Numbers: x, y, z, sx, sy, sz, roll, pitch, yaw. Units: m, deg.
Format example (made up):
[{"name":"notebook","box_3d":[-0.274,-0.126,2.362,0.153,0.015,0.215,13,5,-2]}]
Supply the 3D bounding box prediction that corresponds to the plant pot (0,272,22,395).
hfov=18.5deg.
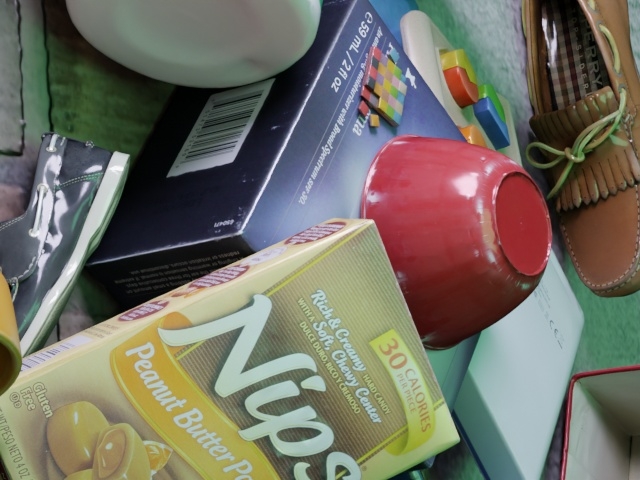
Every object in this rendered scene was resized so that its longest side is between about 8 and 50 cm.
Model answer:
[{"name":"plant pot","box_3d":[-0.308,0.009,1.279,0.205,0.205,0.188,18,52,-48]}]

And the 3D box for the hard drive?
[{"name":"hard drive","box_3d":[0.181,0.085,1.933,0.210,0.040,0.318,62,27,-20]}]

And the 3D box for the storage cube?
[{"name":"storage cube","box_3d":[0.376,0.251,2.059,0.193,0.215,0.183,43,47,-44]}]

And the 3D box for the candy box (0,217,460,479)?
[{"name":"candy box","box_3d":[-0.078,0.127,1.421,0.316,0.087,0.182,-24,100,-16]}]

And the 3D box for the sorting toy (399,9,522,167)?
[{"name":"sorting toy","box_3d":[0.151,-0.104,1.906,0.208,0.038,0.193,35,41,-52]}]

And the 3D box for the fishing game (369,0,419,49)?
[{"name":"fishing game","box_3d":[0.062,-0.186,1.914,0.264,0.041,0.189,57,35,-17]}]

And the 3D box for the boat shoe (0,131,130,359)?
[{"name":"boat shoe","box_3d":[-0.221,0.022,1.486,0.079,0.084,0.233,23,63,-3]}]

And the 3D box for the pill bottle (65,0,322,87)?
[{"name":"pill bottle","box_3d":[-0.085,-0.325,1.617,0.204,0.204,0.361,34,51,-42]}]

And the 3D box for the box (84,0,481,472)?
[{"name":"box","box_3d":[0.000,0.000,1.670,0.294,0.183,0.296,52,45,-32]}]

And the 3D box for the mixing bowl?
[{"name":"mixing bowl","box_3d":[0.125,-0.007,1.601,0.181,0.098,0.181,20,65,-50]}]

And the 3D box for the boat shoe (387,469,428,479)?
[{"name":"boat shoe","box_3d":[0.072,0.206,1.799,0.066,0.066,0.183,-44,121,-60]}]

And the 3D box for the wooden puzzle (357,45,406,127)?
[{"name":"wooden puzzle","box_3d":[0.053,-0.126,1.616,0.049,0.006,0.083,38,51,-39]}]

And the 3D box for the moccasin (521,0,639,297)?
[{"name":"moccasin","box_3d":[0.286,-0.126,2.097,0.147,0.139,0.380,12,71,-49]}]
